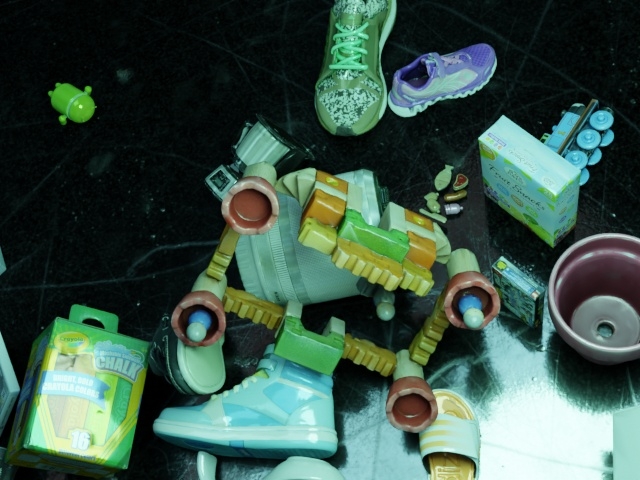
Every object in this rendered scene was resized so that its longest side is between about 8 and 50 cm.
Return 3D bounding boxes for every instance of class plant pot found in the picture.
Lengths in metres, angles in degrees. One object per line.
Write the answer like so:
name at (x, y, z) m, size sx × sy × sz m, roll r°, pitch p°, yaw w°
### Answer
plant pot at (0.471, 0.115, 1.447) m, size 0.201 × 0.180 × 0.201 m, roll -5°, pitch 64°, yaw 11°

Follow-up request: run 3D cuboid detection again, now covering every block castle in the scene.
block castle at (0.026, 0.092, 1.394) m, size 0.453 × 0.213 × 0.303 m, roll 23°, pitch 112°, yaw -8°

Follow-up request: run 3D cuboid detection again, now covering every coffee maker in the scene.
coffee maker at (-0.115, -0.133, 1.737) m, size 0.178 × 0.171 × 0.120 m, roll -48°, pitch 36°, yaw 11°

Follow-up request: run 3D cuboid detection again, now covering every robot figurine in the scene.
robot figurine at (-0.547, -0.303, 1.957) m, size 0.115 × 0.067 × 0.101 m, roll 32°, pitch 76°, yaw 25°

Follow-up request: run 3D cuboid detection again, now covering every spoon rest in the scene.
spoon rest at (-0.082, 0.404, 1.472) m, size 0.276 × 0.137 × 0.084 m, roll -2°, pitch 63°, yaw 26°

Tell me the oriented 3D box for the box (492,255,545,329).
box at (0.338, 0.091, 1.514) m, size 0.027 × 0.137 × 0.094 m, roll -43°, pitch 62°, yaw -10°

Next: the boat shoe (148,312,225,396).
boat shoe at (-0.241, 0.189, 1.530) m, size 0.113 × 0.127 × 0.340 m, roll -28°, pitch 21°, yaw 5°

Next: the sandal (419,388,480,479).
sandal at (0.214, 0.364, 1.441) m, size 0.101 × 0.076 × 0.265 m, roll -6°, pitch 63°, yaw 10°

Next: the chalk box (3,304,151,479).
chalk box at (-0.417, 0.250, 1.550) m, size 0.180 × 0.179 × 0.289 m, roll 18°, pitch 63°, yaw -24°

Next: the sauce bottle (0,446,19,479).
sauce bottle at (-0.599, 0.533, 1.528) m, size 0.111 × 0.111 × 0.345 m, roll 5°, pitch 64°, yaw 15°

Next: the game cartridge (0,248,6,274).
game cartridge at (-0.811, 0.061, 1.846) m, size 0.297 × 0.062 × 0.198 m, roll -27°, pitch 57°, yaw -1°

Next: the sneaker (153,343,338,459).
sneaker at (-0.123, 0.266, 1.544) m, size 0.318 × 0.127 × 0.208 m, roll 3°, pitch 66°, yaw 4°

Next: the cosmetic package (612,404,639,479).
cosmetic package at (0.541, 0.432, 1.240) m, size 0.217 × 0.156 × 0.385 m, roll 19°, pitch 61°, yaw -18°

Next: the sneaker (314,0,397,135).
sneaker at (0.059, -0.406, 1.802) m, size 0.158 × 0.182 × 0.411 m, roll 1°, pitch 65°, yaw 13°

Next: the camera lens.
camera lens at (0.000, 0.000, 1.591) m, size 0.274 × 0.219 × 0.220 m, roll -11°, pitch 62°, yaw 7°

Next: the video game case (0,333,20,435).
video game case at (-0.617, 0.251, 1.656) m, size 0.022 × 0.173 × 0.190 m, roll -5°, pitch 52°, yaw -39°

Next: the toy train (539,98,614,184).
toy train at (0.473, -0.184, 1.656) m, size 0.105 × 0.080 × 0.184 m, roll 26°, pitch 72°, yaw 30°

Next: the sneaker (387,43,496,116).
sneaker at (0.242, -0.336, 1.770) m, size 0.236 × 0.104 × 0.095 m, roll -24°, pitch 60°, yaw -1°

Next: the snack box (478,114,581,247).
snack box at (0.367, -0.101, 1.564) m, size 0.070 × 0.207 × 0.174 m, roll -43°, pitch 62°, yaw -10°

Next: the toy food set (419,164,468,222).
toy food set at (0.243, -0.084, 1.693) m, size 0.077 × 0.019 × 0.122 m, roll 26°, pitch 65°, yaw 23°
